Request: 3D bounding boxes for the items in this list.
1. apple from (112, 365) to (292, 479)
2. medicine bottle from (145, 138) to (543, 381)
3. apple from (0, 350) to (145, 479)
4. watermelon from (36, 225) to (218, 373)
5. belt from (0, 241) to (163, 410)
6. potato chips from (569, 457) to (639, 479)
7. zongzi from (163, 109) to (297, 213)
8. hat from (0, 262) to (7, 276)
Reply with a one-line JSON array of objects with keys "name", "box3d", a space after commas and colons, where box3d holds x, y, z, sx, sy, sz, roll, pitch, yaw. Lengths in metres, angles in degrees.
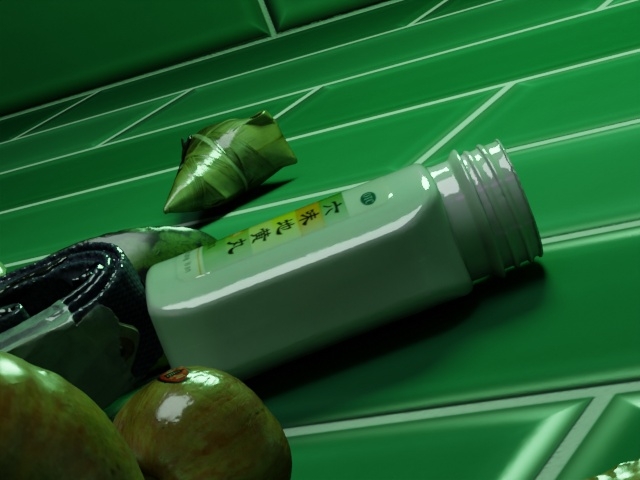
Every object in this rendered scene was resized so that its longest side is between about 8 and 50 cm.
[{"name": "apple", "box3d": [-0.082, 0.146, 1.105, 0.126, 0.126, 0.102, -8, 24, 44]}, {"name": "medicine bottle", "box3d": [0.021, 0.021, 1.429, 0.324, 0.124, 0.179, -19, 10, 2]}, {"name": "apple", "box3d": [-0.240, 0.194, 0.855, 0.309, 0.277, 0.250, -23, -4, -36]}, {"name": "watermelon", "box3d": [-0.203, 0.056, 1.607, 0.303, 0.128, 0.159, -20, 14, 5]}, {"name": "belt", "box3d": [-0.254, 0.090, 1.461, 0.230, 0.126, 0.139, -28, 34, 4]}, {"name": "potato chips", "box3d": [0.176, 0.144, 0.862, 0.407, 0.057, 0.080, -17, 28, 15]}, {"name": "zongzi", "box3d": [-0.164, -0.077, 2.156, 0.204, 0.094, 0.205, -39, 17, -28]}, {"name": "hat", "box3d": [-0.429, 0.070, 2.022, 0.122, 0.081, 0.166, -20, 24, 15]}]
